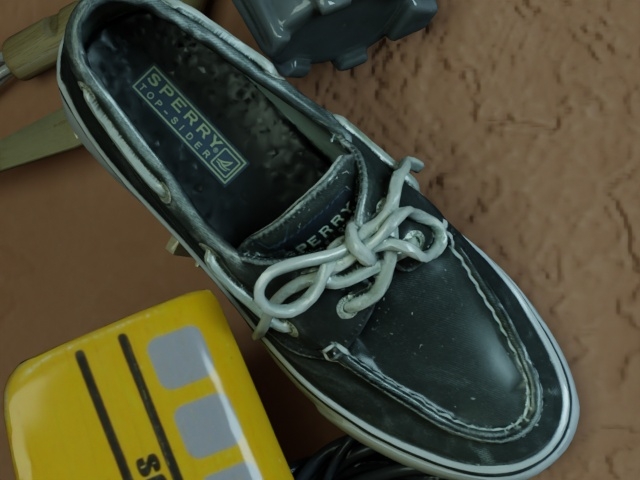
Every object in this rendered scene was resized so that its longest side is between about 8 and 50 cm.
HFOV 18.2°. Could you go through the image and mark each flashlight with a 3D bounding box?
[{"bbox_3d":[-0.060,-0.223,0.993,0.103,0.103,0.304,-31,70,14],"label":"flashlight"}]

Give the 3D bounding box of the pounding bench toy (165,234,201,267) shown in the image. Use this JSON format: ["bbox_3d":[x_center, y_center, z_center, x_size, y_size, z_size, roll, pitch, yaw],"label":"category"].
[{"bbox_3d":[-0.037,-0.001,0.988,0.065,0.083,0.052,33,99,23],"label":"pounding bench toy"}]

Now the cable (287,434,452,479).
[{"bbox_3d":[0.035,0.180,0.964,0.150,0.047,0.184,2,87,24],"label":"cable"}]

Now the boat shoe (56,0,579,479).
[{"bbox_3d":[0.003,-0.003,0.912,0.113,0.105,0.306,-42,91,-7],"label":"boat shoe"}]

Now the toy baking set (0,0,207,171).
[{"bbox_3d":[-0.149,-0.118,1.079,0.197,0.030,0.256,12,85,30],"label":"toy baking set"}]

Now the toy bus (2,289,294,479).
[{"bbox_3d":[-0.044,0.201,0.901,0.130,0.108,0.332,-22,82,-8],"label":"toy bus"}]
